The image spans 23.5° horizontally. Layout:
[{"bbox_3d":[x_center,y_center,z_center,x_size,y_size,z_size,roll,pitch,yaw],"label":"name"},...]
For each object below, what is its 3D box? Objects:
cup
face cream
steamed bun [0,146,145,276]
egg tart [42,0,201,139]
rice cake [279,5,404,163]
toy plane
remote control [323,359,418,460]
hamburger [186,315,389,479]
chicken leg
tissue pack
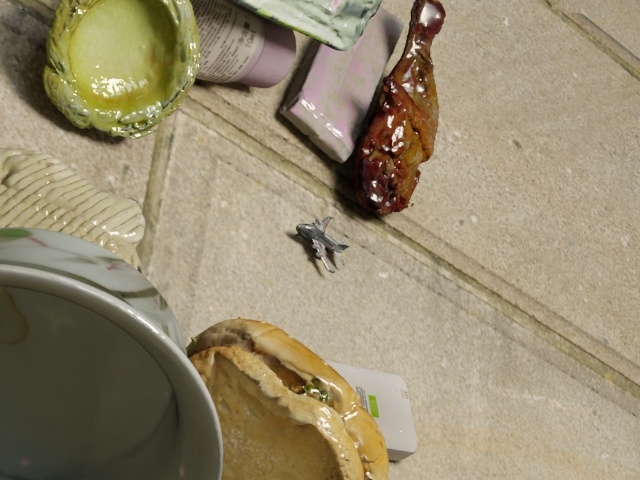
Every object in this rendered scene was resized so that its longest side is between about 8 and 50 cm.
[{"bbox_3d":[-0.248,0.124,1.286,0.347,0.347,0.163,39,26,-21],"label":"cup"},{"bbox_3d":[-0.148,-0.246,1.786,0.274,0.154,0.096,12,30,-50],"label":"face cream"},{"bbox_3d":[-0.270,0.024,1.459,0.218,0.144,0.211,25,29,6],"label":"steamed bun"},{"bbox_3d":[-0.219,-0.212,1.666,0.197,0.197,0.078,21,10,-36],"label":"egg tart"},{"bbox_3d":[0.029,-0.225,2.012,0.106,0.050,0.298,42,41,-19],"label":"rice cake"},{"bbox_3d":[0.000,0.000,1.842,0.083,0.031,0.079,25,49,-34],"label":"toy plane"},{"bbox_3d":[0.008,0.184,1.722,0.250,0.034,0.103,14,55,-40],"label":"remote control"},{"bbox_3d":[-0.050,0.215,1.479,0.146,0.243,0.286,-30,103,-54],"label":"hamburger"},{"bbox_3d":[0.102,-0.169,1.986,0.322,0.083,0.177,-65,158,-44],"label":"chicken leg"},{"bbox_3d":[-0.087,-0.378,1.827,0.228,0.128,0.311,18,24,-52],"label":"tissue pack"}]
